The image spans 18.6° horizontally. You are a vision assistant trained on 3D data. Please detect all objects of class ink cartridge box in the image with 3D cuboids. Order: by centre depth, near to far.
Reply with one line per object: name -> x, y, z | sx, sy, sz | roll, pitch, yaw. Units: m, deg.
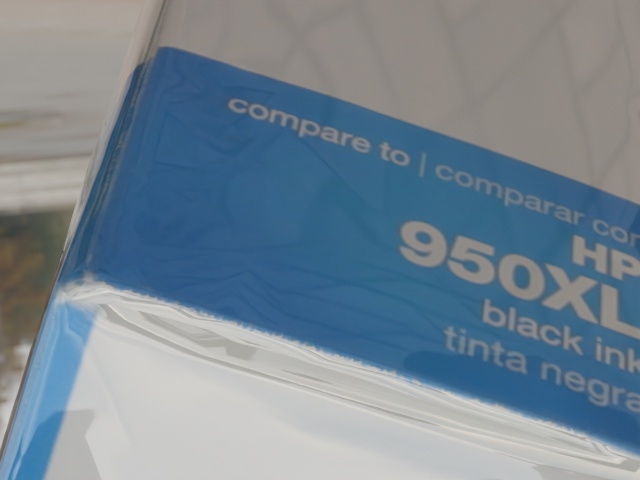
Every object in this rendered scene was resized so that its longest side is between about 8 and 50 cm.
ink cartridge box -> 0.000, 0.000, 0.677 | 0.166, 0.285, 0.395 | 17, -138, -6
